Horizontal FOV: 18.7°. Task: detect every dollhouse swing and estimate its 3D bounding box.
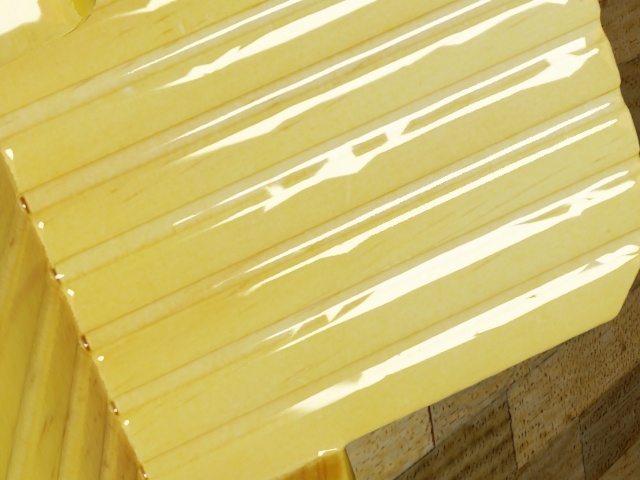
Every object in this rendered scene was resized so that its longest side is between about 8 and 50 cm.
[{"bbox_3d":[0.000,0.000,0.822,0.315,0.305,0.347,-97,169,-67],"label":"dollhouse swing"}]
